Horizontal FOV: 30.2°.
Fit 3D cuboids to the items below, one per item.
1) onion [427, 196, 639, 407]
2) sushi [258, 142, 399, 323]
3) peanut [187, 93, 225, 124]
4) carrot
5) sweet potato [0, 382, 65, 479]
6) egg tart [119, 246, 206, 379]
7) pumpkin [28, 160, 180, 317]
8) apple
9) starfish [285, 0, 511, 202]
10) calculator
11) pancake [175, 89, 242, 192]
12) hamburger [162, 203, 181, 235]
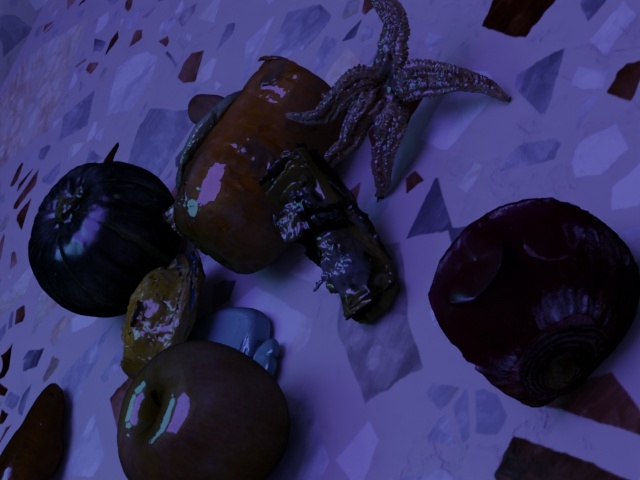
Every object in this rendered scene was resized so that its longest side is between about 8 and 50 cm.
[{"bbox_3d":[0.250,0.046,1.401,0.207,0.206,0.216,-45,36,21],"label":"onion"},{"bbox_3d":[0.004,0.000,1.796,0.139,0.131,0.291,-43,74,28],"label":"sushi"},{"bbox_3d":[-0.219,-0.260,2.406,0.152,0.076,0.076,27,87,56],"label":"peanut"},{"bbox_3d":[-0.097,-0.120,2.003,0.340,0.224,0.224,-56,32,-10],"label":"carrot"},{"bbox_3d":[-0.559,0.420,2.294,0.112,0.112,0.359,-26,28,41],"label":"sweet potato"},{"bbox_3d":[-0.292,0.139,2.096,0.291,0.107,0.291,-162,90,-73],"label":"egg tart"},{"bbox_3d":[-0.420,-0.005,2.320,0.323,0.241,0.323,-30,44,34],"label":"pumpkin"},{"bbox_3d":[-0.170,0.280,1.761,0.257,0.234,0.257,-30,43,34],"label":"apple"},{"bbox_3d":[0.100,-0.202,1.849,0.301,0.084,0.293,42,106,15],"label":"starfish"},{"bbox_3d":[-0.164,0.197,1.994,0.295,0.042,0.184,-5,61,53],"label":"calculator"},{"bbox_3d":[-0.170,-0.167,2.137,0.037,0.253,0.253,40,100,22],"label":"pancake"},{"bbox_3d":[-0.195,-0.025,2.143,0.102,0.176,0.087,45,102,23],"label":"hamburger"}]
